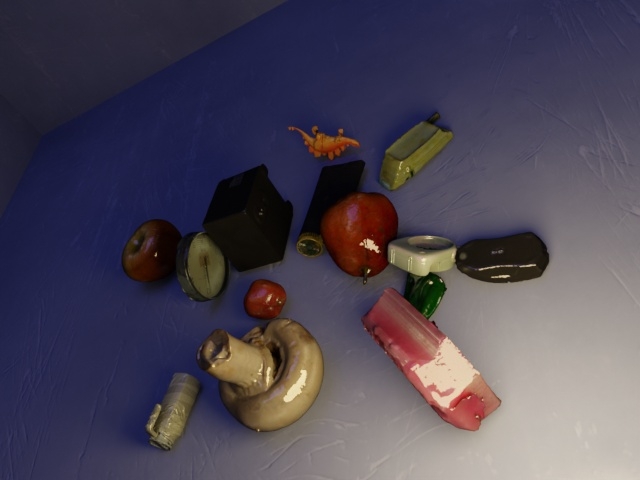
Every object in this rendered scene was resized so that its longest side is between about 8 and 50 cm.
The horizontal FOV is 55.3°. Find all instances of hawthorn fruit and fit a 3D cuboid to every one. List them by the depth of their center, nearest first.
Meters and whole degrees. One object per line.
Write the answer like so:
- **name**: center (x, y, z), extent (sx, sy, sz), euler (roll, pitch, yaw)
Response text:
- **hawthorn fruit**: center (0.114, -0.002, 1.682), extent (0.224, 0.224, 0.261), euler (-23, 62, 16)
- **hawthorn fruit**: center (-0.161, 0.173, 1.773), extent (0.128, 0.128, 0.128), euler (-20, 41, 19)

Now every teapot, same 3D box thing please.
- **teapot**: center (-0.409, 0.461, 1.672), extent (0.077, 0.107, 0.201), euler (-5, 49, 29)

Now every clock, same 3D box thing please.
- **clock**: center (0.281, 0.033, 1.572), extent (0.190, 0.062, 0.151), euler (-10, 19, -30)
- **clock**: center (-0.367, 0.080, 1.928), extent (0.048, 0.226, 0.226), euler (-10, 46, 27)

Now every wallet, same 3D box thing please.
- **wallet**: center (0.039, -0.124, 1.976), extent (0.170, 0.044, 0.321), euler (-6, 51, 33)

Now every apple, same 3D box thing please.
- **apple**: center (-0.592, 0.044, 2.181), extent (0.235, 0.173, 0.210), euler (-44, 43, 6)

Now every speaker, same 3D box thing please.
- **speaker**: center (-0.221, -0.073, 1.969), extent (0.184, 0.232, 0.254), euler (-16, 38, 23)

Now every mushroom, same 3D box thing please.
- **mushroom**: center (-0.150, 0.302, 1.492), extent (0.292, 0.290, 0.293), euler (-22, 44, 23)

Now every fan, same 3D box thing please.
- **fan**: center (0.000, 0.000, 1.843), extent (0.155, 0.082, 0.039), euler (-18, 38, 28)

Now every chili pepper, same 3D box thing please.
- **chili pepper**: center (0.243, 0.165, 1.519), extent (0.108, 0.062, 0.216), euler (-4, 51, 34)

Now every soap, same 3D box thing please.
- **soap**: center (0.233, 0.260, 1.307), extent (0.127, 0.220, 0.325), euler (-42, 38, 0)

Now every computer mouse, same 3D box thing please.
- **computer mouse**: center (0.439, 0.048, 1.479), extent (0.217, 0.073, 0.122), euler (-7, 49, 23)

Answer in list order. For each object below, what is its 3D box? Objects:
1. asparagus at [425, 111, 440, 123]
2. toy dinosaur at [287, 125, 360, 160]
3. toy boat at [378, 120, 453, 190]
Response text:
- **asparagus**: center (0.298, -0.339, 2.012), extent (0.248, 0.025, 0.024), euler (-41, 81, -6)
- **toy dinosaur**: center (0.011, -0.341, 2.156), extent (0.288, 0.117, 0.070), euler (11, 44, 25)
- **toy boat**: center (0.288, -0.278, 1.910), extent (0.276, 0.084, 0.111), euler (-42, 41, -8)
